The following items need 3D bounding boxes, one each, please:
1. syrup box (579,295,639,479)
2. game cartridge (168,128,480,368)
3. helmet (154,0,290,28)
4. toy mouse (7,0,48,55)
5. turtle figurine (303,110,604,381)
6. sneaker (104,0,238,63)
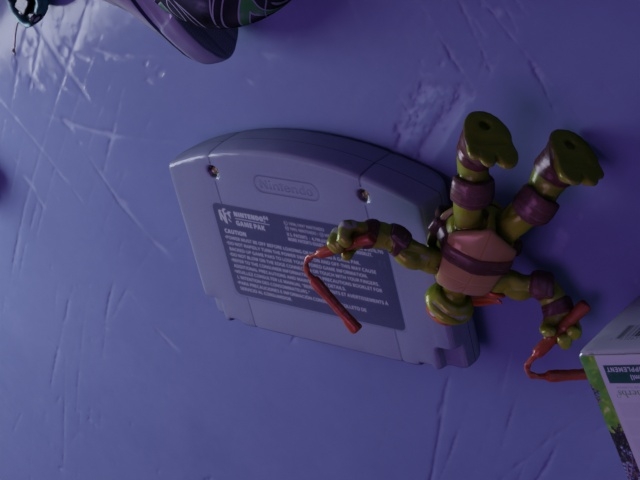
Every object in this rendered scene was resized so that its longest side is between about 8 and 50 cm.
[{"bbox_3d":[0.297,0.162,1.331,0.093,0.096,0.236,-5,114,46],"label":"syrup box"},{"bbox_3d":[0.000,0.000,1.534,0.297,0.062,0.198,11,122,39],"label":"game cartridge"},{"bbox_3d":[-0.073,-0.242,1.329,0.169,0.161,0.169,25,134,29],"label":"helmet"},{"bbox_3d":[-0.299,-0.246,1.654,0.161,0.031,0.143,12,126,39],"label":"toy mouse"},{"bbox_3d":[0.138,0.004,1.367,0.270,0.087,0.217,22,132,-4],"label":"turtle figurine"},{"bbox_3d":[-0.166,-0.232,1.424,0.091,0.094,0.258,-8,143,35],"label":"sneaker"}]
